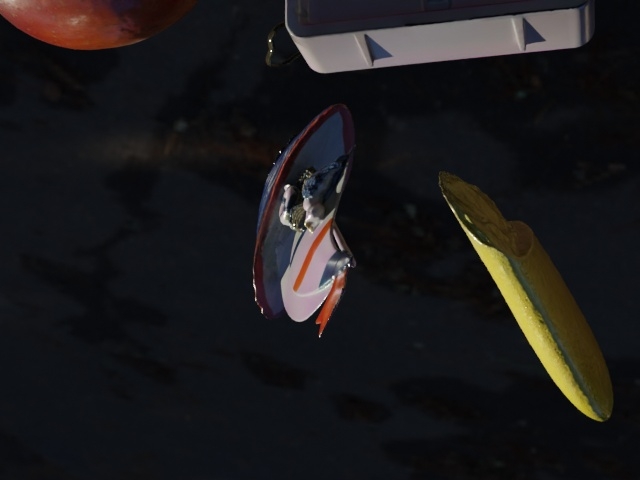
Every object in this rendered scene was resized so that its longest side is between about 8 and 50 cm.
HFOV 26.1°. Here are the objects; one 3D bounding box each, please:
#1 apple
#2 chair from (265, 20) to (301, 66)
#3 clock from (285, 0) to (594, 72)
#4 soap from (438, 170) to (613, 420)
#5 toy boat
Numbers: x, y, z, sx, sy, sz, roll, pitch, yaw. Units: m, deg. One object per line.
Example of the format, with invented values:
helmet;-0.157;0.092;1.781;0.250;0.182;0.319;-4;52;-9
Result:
apple;-0.211;-0.283;1.272;0.201;0.218;0.218;-11;152;25
chair;0.067;-0.276;1.582;0.160;0.170;0.325;-10;143;-27
clock;0.079;-0.194;0.916;0.197;0.150;0.063;-5;161;12
soap;0.122;0.029;0.788;0.033;0.089;0.168;-31;108;11
toy boat;-0.011;0.013;1.326;0.072;0.318;0.219;15;129;-17
